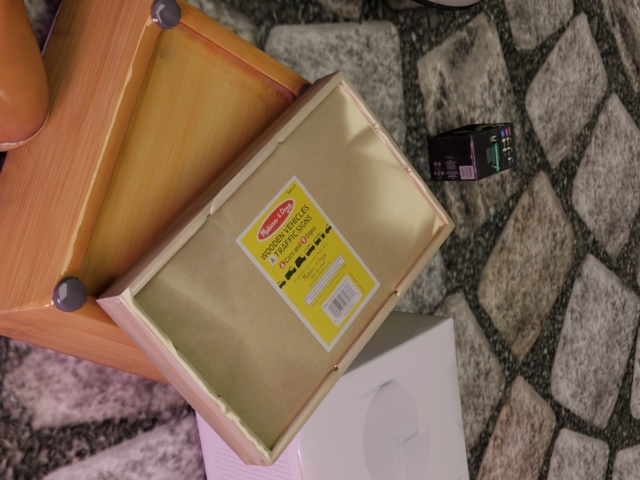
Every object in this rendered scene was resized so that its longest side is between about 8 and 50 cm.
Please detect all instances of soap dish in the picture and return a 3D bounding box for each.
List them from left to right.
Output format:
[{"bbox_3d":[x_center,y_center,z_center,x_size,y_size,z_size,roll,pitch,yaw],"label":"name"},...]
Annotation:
[{"bbox_3d":[-0.126,-0.044,0.793,0.229,0.118,0.291,27,76,-45],"label":"soap dish"}]

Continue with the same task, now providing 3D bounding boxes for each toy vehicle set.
[{"bbox_3d":[-0.019,0.014,0.768,0.166,0.035,0.267,52,57,-17],"label":"toy vehicle set"}]

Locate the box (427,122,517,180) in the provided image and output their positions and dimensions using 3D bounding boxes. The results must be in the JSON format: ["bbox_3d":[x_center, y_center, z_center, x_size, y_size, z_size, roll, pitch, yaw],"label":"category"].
[{"bbox_3d":[0.171,-0.099,1.141,0.083,0.062,0.052,-22,108,-44],"label":"box"}]

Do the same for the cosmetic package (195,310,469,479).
[{"bbox_3d":[0.019,0.203,0.954,0.224,0.138,0.225,-20,107,-44],"label":"cosmetic package"}]

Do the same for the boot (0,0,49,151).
[{"bbox_3d":[-0.192,-0.180,0.589,0.109,0.220,0.283,-34,117,-39],"label":"boot"}]

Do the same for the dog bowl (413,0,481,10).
[{"bbox_3d":[0.138,-0.437,0.963,0.408,0.150,0.408,12,74,-47],"label":"dog bowl"}]

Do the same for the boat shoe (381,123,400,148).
[{"bbox_3d":[0.000,0.000,0.904,0.098,0.096,0.277,51,38,-21],"label":"boat shoe"}]
